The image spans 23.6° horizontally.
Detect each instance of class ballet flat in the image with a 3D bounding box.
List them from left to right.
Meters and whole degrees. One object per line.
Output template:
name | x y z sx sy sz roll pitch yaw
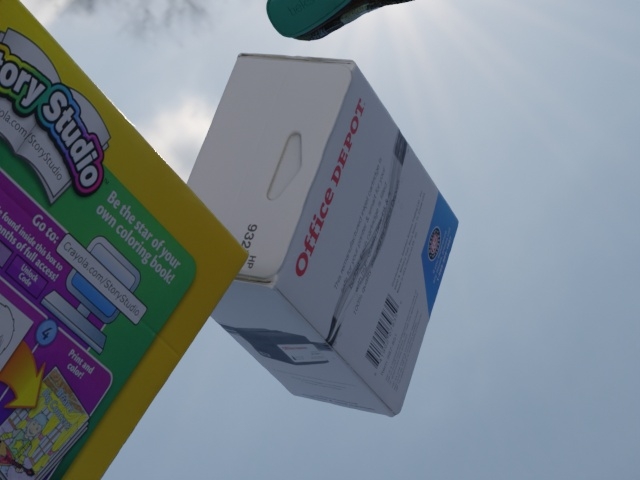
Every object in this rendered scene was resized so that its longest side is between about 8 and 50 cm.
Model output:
ballet flat | 0.040 -0.185 1.006 0.188 0.070 0.070 -13 -137 46

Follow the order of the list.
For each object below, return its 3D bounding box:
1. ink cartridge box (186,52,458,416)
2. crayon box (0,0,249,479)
ink cartridge box | 0.000 0.000 1.430 0.129 0.307 0.223 9 -113 28
crayon box | -0.245 0.029 1.035 0.106 0.363 0.313 20 -110 38
